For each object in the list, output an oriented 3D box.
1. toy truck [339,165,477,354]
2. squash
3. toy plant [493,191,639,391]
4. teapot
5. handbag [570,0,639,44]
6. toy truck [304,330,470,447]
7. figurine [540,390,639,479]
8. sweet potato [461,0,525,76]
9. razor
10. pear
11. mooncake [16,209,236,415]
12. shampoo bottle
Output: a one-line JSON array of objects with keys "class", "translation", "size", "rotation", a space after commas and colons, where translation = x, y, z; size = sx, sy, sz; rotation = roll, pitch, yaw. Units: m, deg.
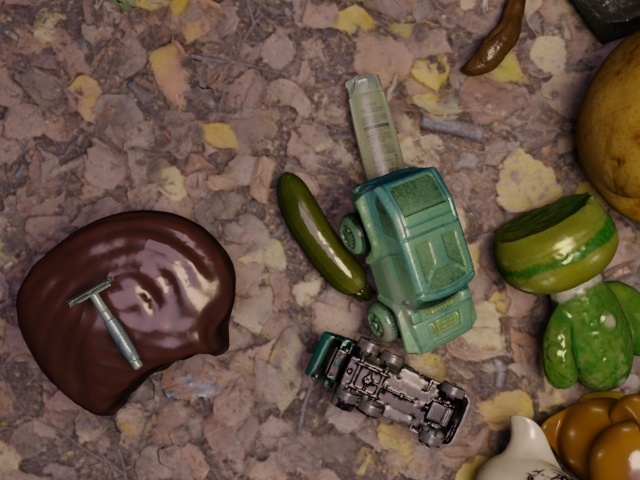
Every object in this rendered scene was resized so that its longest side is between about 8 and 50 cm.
[{"class": "toy truck", "translation": [0.142, 0.031, 0.962], "size": [0.155, 0.156, 0.278], "rotation": [-21, 96, -23]}, {"class": "squash", "translation": [0.000, 0.000, 1.036], "size": [0.069, 0.069, 0.258], "rotation": [-34, 88, -1]}, {"class": "toy plant", "translation": [0.416, 0.101, 0.992], "size": [0.224, 0.184, 0.316], "rotation": [-33, 99, -19]}, {"class": "teapot", "translation": [0.353, 0.437, 0.972], "size": [0.299, 0.208, 0.166], "rotation": [53, 46, -16]}, {"class": "handbag", "translation": [0.542, -0.451, 1.052], "size": [0.270, 0.088, 0.175], "rotation": [-21, 81, -1]}, {"class": "toy truck", "translation": [0.104, 0.232, 1.001], "size": [0.253, 0.124, 0.114], "rotation": [25, 89, -1]}, {"class": "figurine", "translation": [0.454, 0.326, 0.946], "size": [0.215, 0.228, 0.215], "rotation": [-2, 95, -23]}, {"class": "sweet potato", "translation": [0.312, -0.353, 1.057], "size": [0.053, 0.054, 0.182], "rotation": [33, 86, -8]}, {"class": "razor", "translation": [-0.292, 0.125, 0.879], "size": [0.068, 0.040, 0.135], "rotation": [-30, 98, -4]}, {"class": "pear", "translation": [0.542, -0.182, 0.933], "size": [0.314, 0.314, 0.314], "rotation": [0, 88, 0]}, {"class": "mooncake", "translation": [-0.302, 0.115, 0.980], "size": [0.326, 0.174, 0.333], "rotation": [6, 87, -3]}, {"class": "shampoo bottle", "translation": [0.095, -0.173, 1.051], "size": [0.072, 0.049, 0.212], "rotation": [-12, 89, -5]}]
